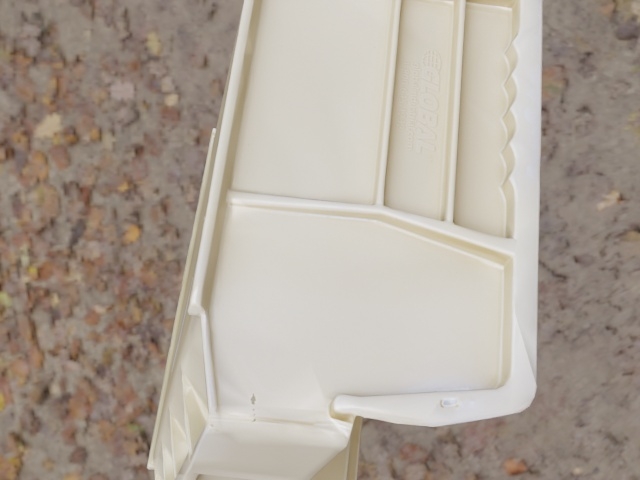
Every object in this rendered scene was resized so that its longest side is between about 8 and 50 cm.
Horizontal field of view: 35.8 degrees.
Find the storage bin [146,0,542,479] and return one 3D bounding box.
[{"bbox_3d":[0.000,0.000,0.482,0.262,0.123,0.260,118,161,-62],"label":"storage bin"}]
